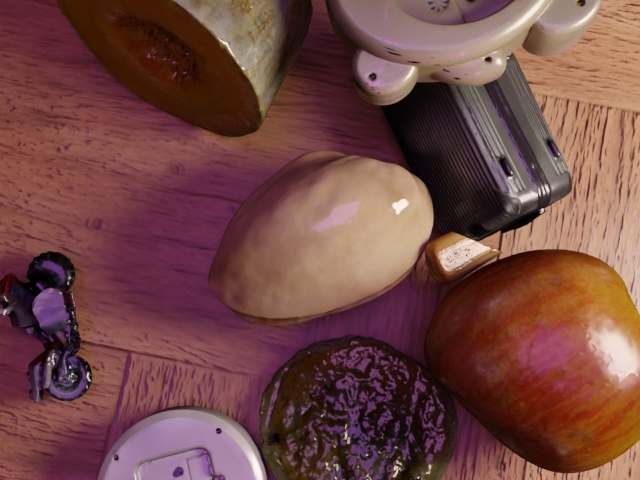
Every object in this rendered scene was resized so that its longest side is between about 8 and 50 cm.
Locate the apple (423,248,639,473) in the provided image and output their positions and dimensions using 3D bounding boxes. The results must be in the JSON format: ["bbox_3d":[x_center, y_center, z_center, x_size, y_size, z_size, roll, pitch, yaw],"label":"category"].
[{"bbox_3d":[0.298,0.137,1.036,0.301,0.301,0.301,0,82,0],"label":"apple"}]

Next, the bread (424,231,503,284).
[{"bbox_3d":[0.187,0.013,1.077,0.103,0.049,0.062,-29,97,-18],"label":"bread"}]

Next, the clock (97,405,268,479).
[{"bbox_3d":[-0.186,0.344,1.107,0.230,0.083,0.230,0,83,-2],"label":"clock"}]

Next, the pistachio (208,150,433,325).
[{"bbox_3d":[0.000,0.000,1.100,0.318,0.193,0.214,-33,74,3],"label":"pistachio"}]

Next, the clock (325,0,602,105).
[{"bbox_3d":[0.150,-0.321,0.980,0.309,0.114,0.284,-24,83,2],"label":"clock"}]

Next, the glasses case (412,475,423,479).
[{"bbox_3d":[0.143,0.453,1.064,0.105,0.056,0.266,-25,101,-4],"label":"glasses case"}]

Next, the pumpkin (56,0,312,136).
[{"bbox_3d":[-0.169,-0.310,1.094,0.332,0.332,0.199,29,69,4],"label":"pumpkin"}]

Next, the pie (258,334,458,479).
[{"bbox_3d":[0.051,0.261,1.120,0.277,0.078,0.277,0,80,-2],"label":"pie"}]

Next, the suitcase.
[{"bbox_3d":[0.198,-0.154,1.116,0.128,0.202,0.312,-22,83,-24],"label":"suitcase"}]

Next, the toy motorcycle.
[{"bbox_3d":[-0.393,0.125,1.135,0.122,0.082,0.213,-12,81,-3],"label":"toy motorcycle"}]
